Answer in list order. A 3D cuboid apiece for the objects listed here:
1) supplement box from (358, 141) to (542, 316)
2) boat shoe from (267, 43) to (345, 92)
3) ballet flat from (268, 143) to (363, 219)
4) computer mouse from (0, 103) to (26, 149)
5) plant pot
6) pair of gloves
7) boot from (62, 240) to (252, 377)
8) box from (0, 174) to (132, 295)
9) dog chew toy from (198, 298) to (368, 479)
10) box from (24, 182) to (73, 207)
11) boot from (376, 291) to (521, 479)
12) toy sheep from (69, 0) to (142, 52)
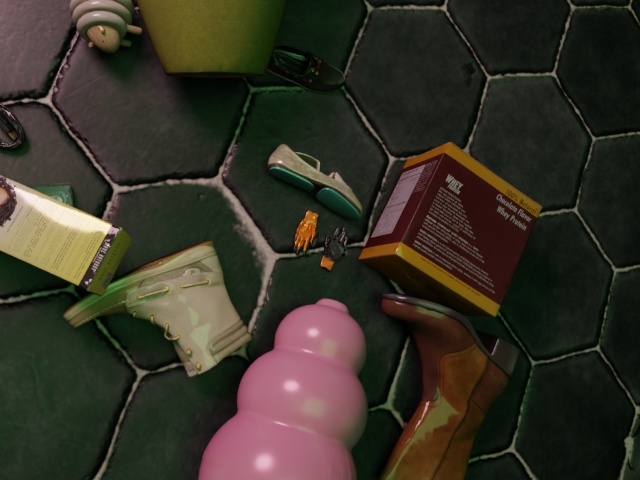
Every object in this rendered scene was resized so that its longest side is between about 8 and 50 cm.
[{"bbox_3d":[0.201,-0.011,0.981,0.191,0.129,0.194,31,75,-16],"label":"supplement box"},{"bbox_3d":[-0.020,-0.262,0.968,0.133,0.042,0.049,14,78,-21],"label":"boat shoe"},{"bbox_3d":[0.001,-0.092,0.953,0.168,0.057,0.052,30,65,-17],"label":"ballet flat"},{"bbox_3d":[-0.456,-0.221,0.800,0.071,0.041,0.242,-31,103,-12],"label":"computer mouse"},{"bbox_3d":[-0.142,-0.368,0.831,0.274,0.275,0.294,-5,102,-22],"label":"plant pot"},{"bbox_3d":[0.000,0.000,0.966,0.083,0.010,0.074,28,75,-17],"label":"pair of gloves"},{"bbox_3d":[-0.210,0.112,0.840,0.213,0.077,0.165,-25,97,-22],"label":"boot"},{"bbox_3d":[-0.356,-0.018,0.764,0.232,0.058,0.087,22,76,2],"label":"box"},{"bbox_3d":[-0.029,0.237,0.838,0.206,0.206,0.332,26,68,-17],"label":"dog chew toy"},{"bbox_3d":[-0.357,-0.031,0.825,0.067,0.018,0.083,-6,87,-21],"label":"box"},{"bbox_3d":[0.154,0.244,0.981,0.264,0.096,0.280,31,82,-24],"label":"boot"},{"bbox_3d":[-0.290,-0.312,0.845,0.091,0.091,0.132,-7,74,-22],"label":"toy sheep"}]
